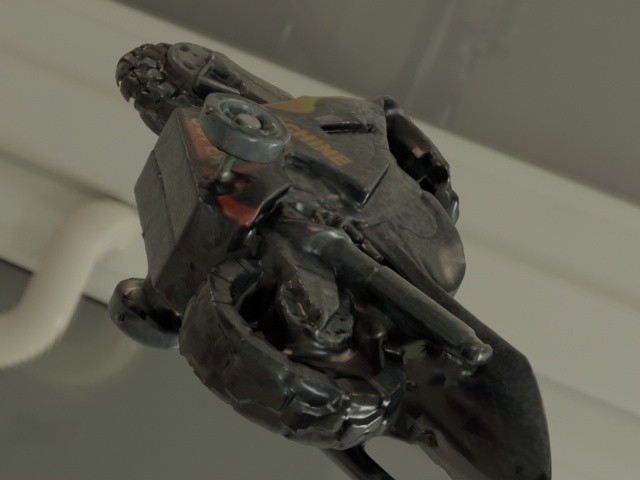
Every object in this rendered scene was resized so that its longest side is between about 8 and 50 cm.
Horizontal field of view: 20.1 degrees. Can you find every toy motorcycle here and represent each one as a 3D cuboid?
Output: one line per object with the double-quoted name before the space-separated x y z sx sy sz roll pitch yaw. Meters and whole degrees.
"toy motorcycle" 0.000 0.000 0.798 0.108 0.173 0.307 -60 -153 24
